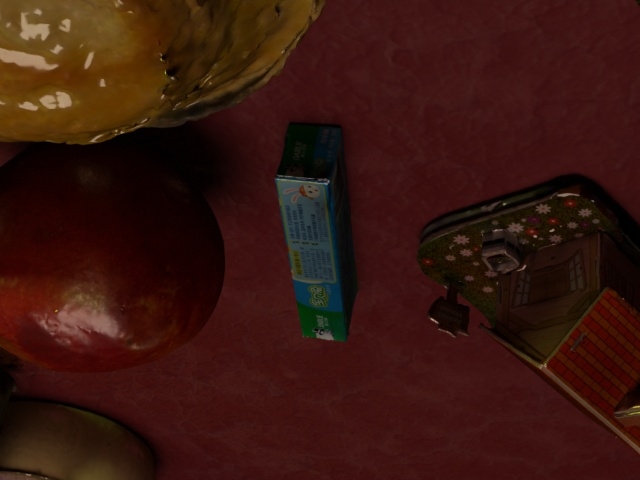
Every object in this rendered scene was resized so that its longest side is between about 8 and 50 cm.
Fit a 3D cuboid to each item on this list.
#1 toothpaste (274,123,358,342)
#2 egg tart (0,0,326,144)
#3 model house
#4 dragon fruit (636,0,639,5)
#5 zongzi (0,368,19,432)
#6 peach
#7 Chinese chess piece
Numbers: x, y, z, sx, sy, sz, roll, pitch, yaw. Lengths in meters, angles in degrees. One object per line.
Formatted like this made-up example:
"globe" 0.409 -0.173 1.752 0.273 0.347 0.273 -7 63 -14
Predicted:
"toothpaste" 0.000 0.000 1.250 0.050 0.065 0.267 4 146 8
"egg tart" -0.208 -0.189 0.927 0.443 0.178 0.443 5 146 4
"model house" 0.230 0.100 1.260 0.207 0.154 0.294 -19 137 34
"dragon fruit" 0.311 -0.158 0.877 0.261 0.163 0.189 26 172 -17
"zongzi" -0.536 0.243 1.611 0.300 0.286 0.138 16 -172 6
"peach" -0.202 0.013 1.170 0.243 0.243 0.199 2 119 12
"Chinese chess piece" -0.350 0.315 1.766 0.270 0.112 0.270 7 145 5
